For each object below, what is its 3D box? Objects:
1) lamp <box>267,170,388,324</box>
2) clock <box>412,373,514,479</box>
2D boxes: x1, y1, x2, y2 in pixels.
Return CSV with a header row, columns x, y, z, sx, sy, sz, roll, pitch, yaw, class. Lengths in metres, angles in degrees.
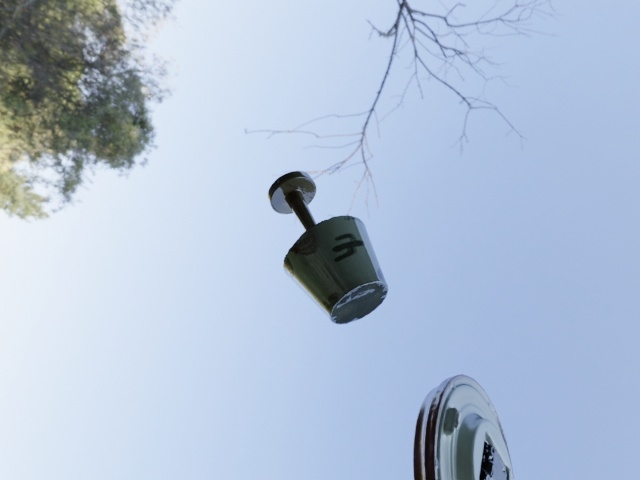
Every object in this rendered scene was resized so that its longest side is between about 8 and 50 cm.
x,y,z,sx,sy,sz,roll,pitch,yaw,class
0.000,0.000,0.598,0.121,0.121,0.215,-46,-128,23,lamp
0.254,0.382,0.742,0.080,0.318,0.319,-21,-121,34,clock
